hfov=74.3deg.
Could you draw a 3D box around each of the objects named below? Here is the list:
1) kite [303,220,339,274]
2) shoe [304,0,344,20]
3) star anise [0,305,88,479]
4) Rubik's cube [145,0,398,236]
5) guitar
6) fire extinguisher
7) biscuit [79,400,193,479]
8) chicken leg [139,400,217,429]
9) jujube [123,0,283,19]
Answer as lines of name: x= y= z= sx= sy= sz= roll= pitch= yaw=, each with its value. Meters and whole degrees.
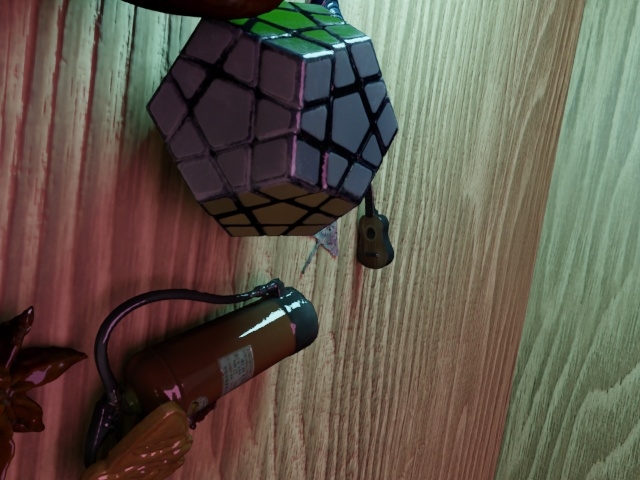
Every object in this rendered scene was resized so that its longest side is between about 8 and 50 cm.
kite: x=0.000 y=0.000 z=0.850 sx=0.139 sy=0.011 sz=0.156 roll=42 pitch=68 yaw=-41
shoe: x=0.040 y=-0.338 z=0.740 sx=0.091 sy=0.106 sz=0.207 roll=-43 pitch=122 yaw=-33
star anise: x=-0.353 y=0.164 z=0.445 sx=0.196 sy=0.111 sz=0.212 roll=34 pitch=42 yaw=-65
Rubik's cube: x=-0.061 y=-0.154 z=0.560 sx=0.264 sy=0.319 sz=0.318 roll=33 pitch=74 yaw=-18
guitar: x=0.109 y=-0.073 z=0.909 sx=0.038 sy=0.084 sz=0.270 roll=-19 pitch=106 yaw=-47
fire extinguisher: x=-0.180 y=0.154 z=0.637 sx=0.376 sy=0.113 sz=0.200 roll=-22 pitch=91 yaw=-42
biscuit: x=-0.235 y=0.292 z=0.548 sx=0.163 sy=0.035 sz=0.250 roll=-3 pitch=132 yaw=-51
chicken leg: x=-0.236 y=0.289 z=0.646 sx=0.205 sy=0.053 sz=0.093 roll=-26 pitch=134 yaw=-34
jujube: x=-0.160 y=-0.325 z=0.382 sx=0.223 sy=0.318 sz=0.223 roll=-51 pitch=163 yaw=-21
